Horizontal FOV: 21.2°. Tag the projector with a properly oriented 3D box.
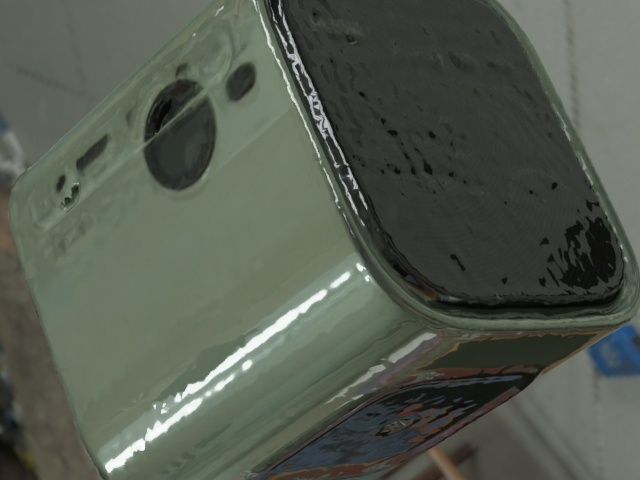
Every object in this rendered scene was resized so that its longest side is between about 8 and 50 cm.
[{"bbox_3d":[0.000,0.000,1.008,0.249,0.248,0.248,-37,65,36],"label":"projector"}]
